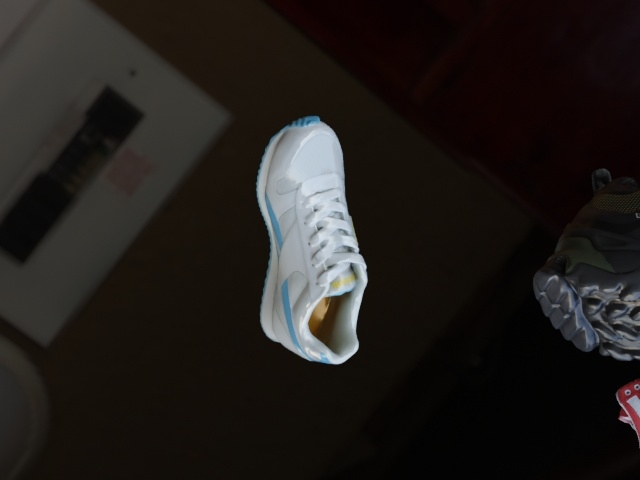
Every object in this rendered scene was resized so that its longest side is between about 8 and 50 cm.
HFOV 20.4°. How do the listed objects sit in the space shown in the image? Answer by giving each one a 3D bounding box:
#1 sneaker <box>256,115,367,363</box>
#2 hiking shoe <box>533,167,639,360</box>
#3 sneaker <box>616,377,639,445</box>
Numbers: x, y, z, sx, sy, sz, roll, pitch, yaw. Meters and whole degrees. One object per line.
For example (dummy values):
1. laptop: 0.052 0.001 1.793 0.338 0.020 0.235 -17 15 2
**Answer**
1. sneaker: 0.000 0.000 1.585 0.087 0.229 0.092 -19 -150 -33
2. hiking shoe: 0.217 0.000 0.839 0.227 0.086 0.114 6 -125 29
3. sneaker: 0.207 0.072 1.057 0.067 0.042 0.118 -10 -119 17
